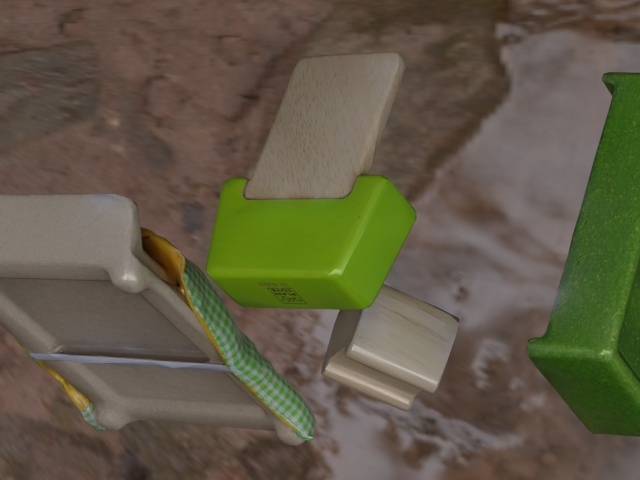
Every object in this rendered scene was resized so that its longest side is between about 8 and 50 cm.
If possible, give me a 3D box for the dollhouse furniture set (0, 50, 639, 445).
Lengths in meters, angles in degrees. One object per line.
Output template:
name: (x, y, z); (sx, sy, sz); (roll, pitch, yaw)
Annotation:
dollhouse furniture set: (0.000, 0.000, 0.390); (0.076, 0.151, 0.059); (48, 53, -45)
